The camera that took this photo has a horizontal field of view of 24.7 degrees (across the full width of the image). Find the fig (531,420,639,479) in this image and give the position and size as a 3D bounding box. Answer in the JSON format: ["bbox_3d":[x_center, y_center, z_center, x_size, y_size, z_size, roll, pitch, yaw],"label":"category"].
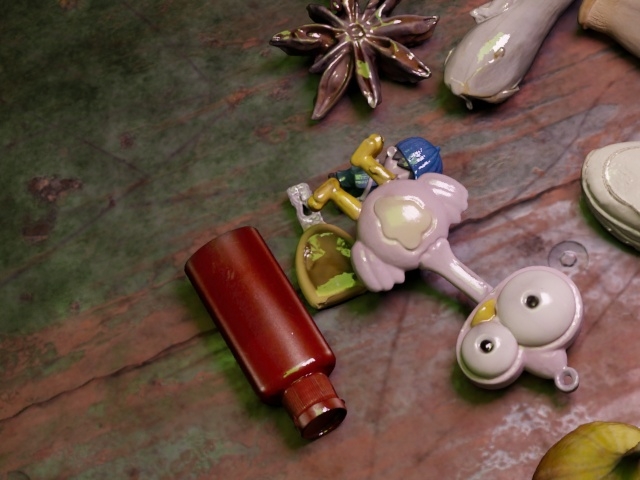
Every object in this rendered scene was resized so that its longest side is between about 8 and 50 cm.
[{"bbox_3d":[0.309,0.237,1.451,0.143,0.231,0.160,11,52,-26],"label":"fig"}]

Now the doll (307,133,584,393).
[{"bbox_3d":[0.152,0.039,1.631,0.160,0.094,0.365,-45,70,-6],"label":"doll"}]

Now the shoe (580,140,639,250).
[{"bbox_3d":[0.440,-0.055,1.556,0.342,0.210,0.132,22,70,22],"label":"shoe"}]

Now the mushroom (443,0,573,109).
[{"bbox_3d":[0.251,-0.270,1.774,0.099,0.096,0.278,34,75,23],"label":"mushroom"}]

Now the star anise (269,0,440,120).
[{"bbox_3d":[0.043,-0.261,1.824,0.209,0.089,0.231,4,70,2],"label":"star anise"}]

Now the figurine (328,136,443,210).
[{"bbox_3d":[0.080,-0.078,1.742,0.136,0.077,0.079,-6,43,24],"label":"figurine"}]

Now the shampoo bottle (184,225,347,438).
[{"bbox_3d":[-0.057,0.107,1.676,0.102,0.064,0.260,-29,62,-6],"label":"shampoo bottle"}]

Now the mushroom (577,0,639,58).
[{"bbox_3d":[0.423,-0.248,1.726,0.247,0.096,0.108,19,93,24],"label":"mushroom"}]

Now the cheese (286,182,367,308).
[{"bbox_3d":[0.000,0.001,1.732,0.086,0.036,0.162,-23,61,0],"label":"cheese"}]
